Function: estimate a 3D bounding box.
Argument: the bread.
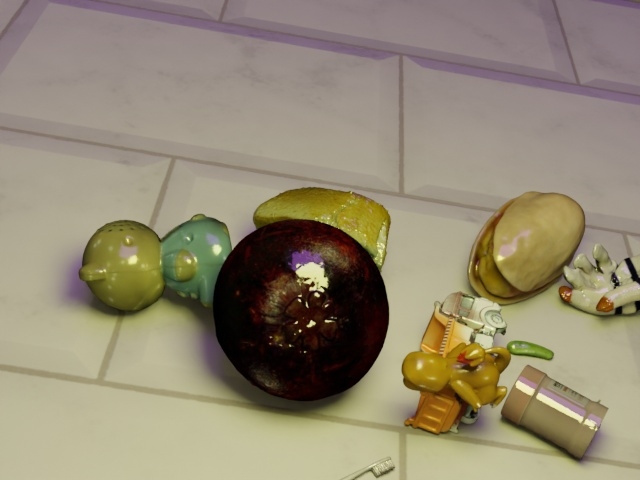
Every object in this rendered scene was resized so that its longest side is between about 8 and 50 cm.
[{"bbox_3d":[0.000,0.000,1.790,0.257,0.185,0.124,11,42,11],"label":"bread"}]

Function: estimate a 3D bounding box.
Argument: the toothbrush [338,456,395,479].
[{"bbox_3d":[0.007,0.377,1.448,0.257,0.018,0.024,-14,51,-30],"label":"toothbrush"}]

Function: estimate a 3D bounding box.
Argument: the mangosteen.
[{"bbox_3d":[-0.038,0.109,1.567,0.297,0.297,0.293,-10,14,-25],"label":"mangosteen"}]

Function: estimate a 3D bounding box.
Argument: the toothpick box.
[{"bbox_3d":[0.388,0.284,1.596,0.149,0.098,0.098,28,41,19],"label":"toothpick box"}]

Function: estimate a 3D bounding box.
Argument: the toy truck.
[{"bbox_3d":[0.232,0.207,1.648,0.135,0.114,0.270,21,41,4],"label":"toy truck"}]

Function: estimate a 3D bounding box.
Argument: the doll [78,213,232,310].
[{"bbox_3d":[-0.284,0.040,1.670,0.261,0.161,0.177,-5,11,-7],"label":"doll"}]

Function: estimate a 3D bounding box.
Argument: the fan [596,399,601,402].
[{"bbox_3d":[0.459,0.298,1.673,0.060,0.003,0.080,16,39,4],"label":"fan"}]

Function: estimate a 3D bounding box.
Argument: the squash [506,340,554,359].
[{"bbox_3d":[0.385,0.200,1.761,0.089,0.027,0.027,10,38,-5],"label":"squash"}]

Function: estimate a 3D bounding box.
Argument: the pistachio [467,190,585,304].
[{"bbox_3d":[0.409,0.012,1.890,0.188,0.187,0.299,33,49,25],"label":"pistachio"}]

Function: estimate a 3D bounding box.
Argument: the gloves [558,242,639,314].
[{"bbox_3d":[0.575,0.086,1.888,0.219,0.131,0.140,-17,59,2],"label":"gloves"}]

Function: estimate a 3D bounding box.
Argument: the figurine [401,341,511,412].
[{"bbox_3d":[0.212,0.196,1.482,0.176,0.122,0.121,3,54,-17],"label":"figurine"}]
